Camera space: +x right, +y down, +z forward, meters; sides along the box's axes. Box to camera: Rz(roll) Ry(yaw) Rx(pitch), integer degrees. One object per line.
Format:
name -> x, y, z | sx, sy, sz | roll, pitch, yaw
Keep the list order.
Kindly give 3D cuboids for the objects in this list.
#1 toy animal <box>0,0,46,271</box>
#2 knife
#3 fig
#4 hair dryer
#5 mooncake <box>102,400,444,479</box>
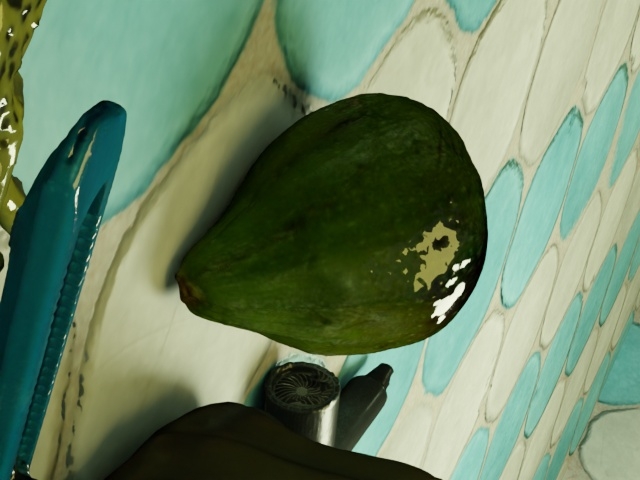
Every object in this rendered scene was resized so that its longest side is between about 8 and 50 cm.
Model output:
toy animal -> -0.099, -0.058, 0.311 | 0.181, 0.073, 0.136 | 0, 108, -73
knife -> -0.095, 0.064, 0.410 | 0.044, 0.026, 0.296 | -57, 176, -41
fig -> 0.000, 0.000, 0.638 | 0.156, 0.123, 0.123 | -14, 134, -21
hair dryer -> 0.012, 0.110, 0.866 | 0.195, 0.050, 0.173 | -55, 158, -49
mooncake -> -0.043, 0.221, 0.633 | 0.290, 0.161, 0.290 | -54, 157, -35
